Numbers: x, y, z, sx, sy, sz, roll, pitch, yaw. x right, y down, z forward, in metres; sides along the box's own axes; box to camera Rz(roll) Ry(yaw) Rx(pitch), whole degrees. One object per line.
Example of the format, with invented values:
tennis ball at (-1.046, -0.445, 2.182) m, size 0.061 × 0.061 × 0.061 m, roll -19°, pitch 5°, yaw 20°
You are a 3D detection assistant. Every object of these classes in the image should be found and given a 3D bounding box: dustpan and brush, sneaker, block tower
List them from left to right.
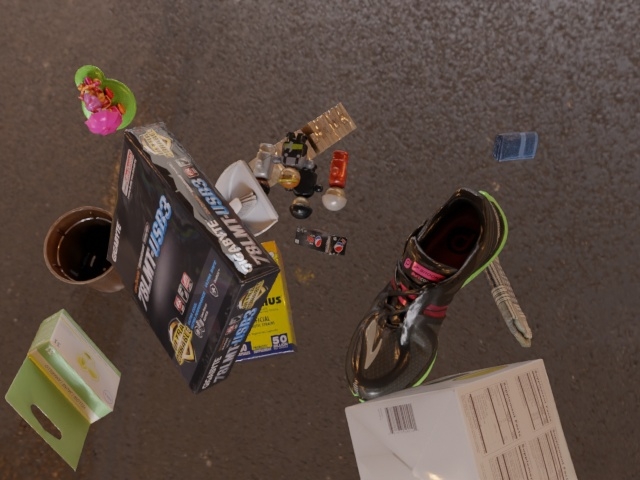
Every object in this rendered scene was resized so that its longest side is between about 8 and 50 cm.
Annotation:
dustpan and brush at (-0.188, -0.049, 1.345) m, size 0.147 × 0.060 × 0.211 m, roll 58°, pitch 140°, yaw 6°
block tower at (-0.045, -0.268, 1.852) m, size 0.335 × 0.091 × 0.097 m, roll -39°, pitch 9°, yaw -35°
sneaker at (0.186, 0.094, 1.290) m, size 0.185 × 0.202 × 0.483 m, roll 26°, pitch 80°, yaw 31°

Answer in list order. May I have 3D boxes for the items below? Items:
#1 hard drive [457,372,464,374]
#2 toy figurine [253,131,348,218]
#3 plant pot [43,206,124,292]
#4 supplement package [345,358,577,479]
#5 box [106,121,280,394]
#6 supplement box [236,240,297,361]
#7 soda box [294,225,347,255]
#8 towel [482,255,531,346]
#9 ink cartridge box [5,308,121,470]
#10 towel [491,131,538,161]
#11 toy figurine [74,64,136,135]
hard drive at (0.442, 0.506, 1.575) m, size 0.233 × 0.047 × 0.353 m, roll 8°, pitch 62°, yaw -6°
toy figurine at (-0.052, -0.149, 1.588) m, size 0.213 × 0.209 × 0.148 m, roll -7°, pitch 69°, yaw 50°
plant pot at (-0.478, 0.034, 1.420) m, size 0.167 × 0.165 × 0.167 m, roll -1°, pitch 72°, yaw 3°
supplement package at (0.211, 0.304, 0.972) m, size 0.199 × 0.262 × 0.198 m, roll -23°, pitch 76°, yaw 41°
box at (-0.206, 0.032, 0.969) m, size 0.073 × 0.295 × 0.293 m, roll -23°, pitch 63°, yaw -39°
supplement box at (-0.202, 0.205, 2.142) m, size 0.194 × 0.195 × 0.357 m, roll -11°, pitch 78°, yaw 0°
soda box at (0.000, 0.000, 1.808) m, size 0.169 × 0.060 × 0.053 m, roll 18°, pitch 99°, yaw 53°
towel at (0.448, 0.096, 1.656) m, size 0.056 × 0.324 × 0.312 m, roll -26°, pitch 63°, yaw 13°
ink cartridge box at (-0.416, 0.238, 1.095) m, size 0.056 × 0.171 × 0.235 m, roll -32°, pitch 22°, yaw 2°
towel at (0.465, -0.224, 1.565) m, size 0.029 × 0.119 × 0.067 m, roll -137°, pitch 46°, yaw -55°
toy figurine at (-0.520, -0.319, 1.559) m, size 0.130 × 0.173 × 0.159 m, roll -30°, pitch 28°, yaw 4°
